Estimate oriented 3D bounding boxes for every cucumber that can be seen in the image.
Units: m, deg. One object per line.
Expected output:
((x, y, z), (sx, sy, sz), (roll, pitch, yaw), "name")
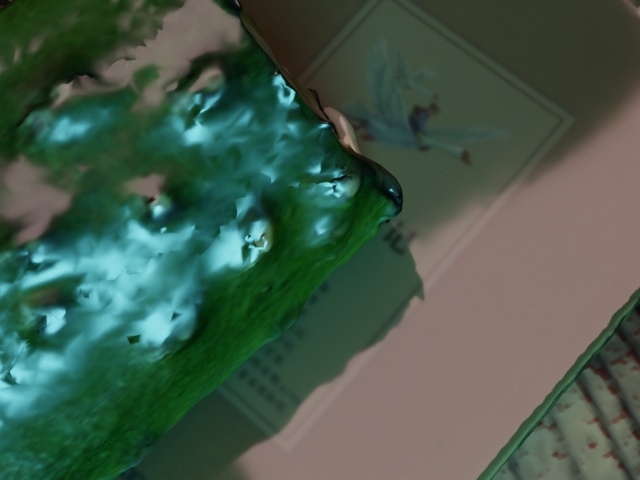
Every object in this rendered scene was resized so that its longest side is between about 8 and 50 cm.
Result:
((-0.126, 0.045, 0.406), (0.325, 0.145, 0.105), (-37, 64, 0), "cucumber")

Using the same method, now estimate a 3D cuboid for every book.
((0.000, 0.000, 0.478), (0.217, 0.021, 0.310), (39, 81, 17), "book")

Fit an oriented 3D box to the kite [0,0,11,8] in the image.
((-0.136, -0.141, 0.573), (0.137, 0.005, 0.153), (29, 70, 12), "kite")
